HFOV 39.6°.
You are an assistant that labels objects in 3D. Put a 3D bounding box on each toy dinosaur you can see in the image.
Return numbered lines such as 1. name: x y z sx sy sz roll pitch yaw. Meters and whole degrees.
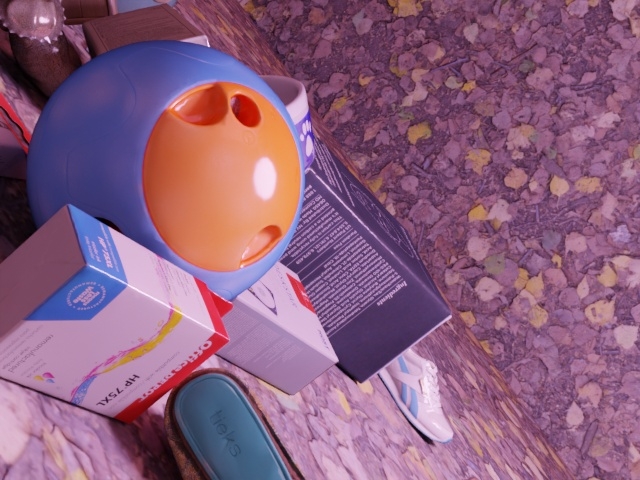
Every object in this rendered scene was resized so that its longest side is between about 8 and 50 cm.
1. toy dinosaur: -0.375 -0.258 1.207 0.313 0.121 0.160 87 -17 -49

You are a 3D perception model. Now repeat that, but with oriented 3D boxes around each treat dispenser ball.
1. treat dispenser ball: -0.159 -0.065 0.938 0.288 0.288 0.288 48 12 -13

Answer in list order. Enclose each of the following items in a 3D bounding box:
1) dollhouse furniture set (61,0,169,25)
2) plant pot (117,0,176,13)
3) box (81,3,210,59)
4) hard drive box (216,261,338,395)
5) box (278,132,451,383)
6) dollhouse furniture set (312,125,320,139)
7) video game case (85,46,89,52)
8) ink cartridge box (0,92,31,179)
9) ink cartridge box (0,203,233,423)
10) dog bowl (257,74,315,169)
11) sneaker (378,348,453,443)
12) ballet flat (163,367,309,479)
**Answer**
1. dollhouse furniture set: -0.369 -0.380 1.301 0.355 0.303 0.173 -97 -176 -67
2. plant pot: -0.369 -0.497 1.642 0.290 0.290 0.195 -105 -171 -64
3. box: -0.249 -0.251 1.290 0.311 0.148 0.121 -128 -156 -62
4. hard drive box: -0.100 0.084 1.205 0.232 0.089 0.181 39 17 -47
5. box: 0.000 0.000 1.543 0.395 0.212 0.293 44 13 -29
6. dollhouse furniture set: -0.072 -0.159 2.065 0.212 0.161 0.242 60 -8 36
7. video game case: -0.353 -0.306 1.623 0.143 0.019 0.157 48 12 -12
8. ink cartridge box: -0.374 -0.152 0.982 0.181 0.056 0.225 53 13 10
9. ink cartridge box: -0.180 0.080 0.793 0.231 0.134 0.078 37 17 -48
10. dog bowl: -0.143 -0.151 1.303 0.265 0.265 0.104 -104 -178 -64
11. sneaker: 0.188 0.280 1.692 0.228 0.092 0.087 56 11 17
12. ballet flat: -0.038 0.279 0.821 0.348 0.123 0.123 57 13 19
